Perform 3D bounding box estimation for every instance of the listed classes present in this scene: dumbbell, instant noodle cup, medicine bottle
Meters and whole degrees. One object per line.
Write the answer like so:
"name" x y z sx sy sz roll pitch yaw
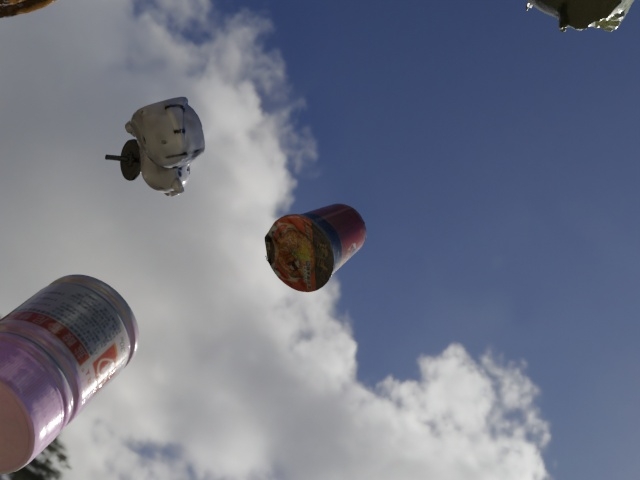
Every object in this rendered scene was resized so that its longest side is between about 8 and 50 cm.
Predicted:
"dumbbell" -0.281 -0.129 1.468 0.069 0.147 0.069 -4 -96 50
"instant noodle cup" 0.002 0.001 1.411 0.127 0.136 0.127 12 -67 29
"medicine bottle" -0.455 0.205 1.467 0.202 0.316 0.202 7 -65 16

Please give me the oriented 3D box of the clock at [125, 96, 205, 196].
"clock" -0.204 -0.121 1.223 0.176 0.080 0.117 -15 -85 69

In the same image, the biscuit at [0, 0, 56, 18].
"biscuit" -0.369 -0.387 1.048 0.049 0.273 0.257 31 -35 37

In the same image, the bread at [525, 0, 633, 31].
"bread" 0.386 -0.419 1.147 0.129 0.381 0.366 27 -15 9
